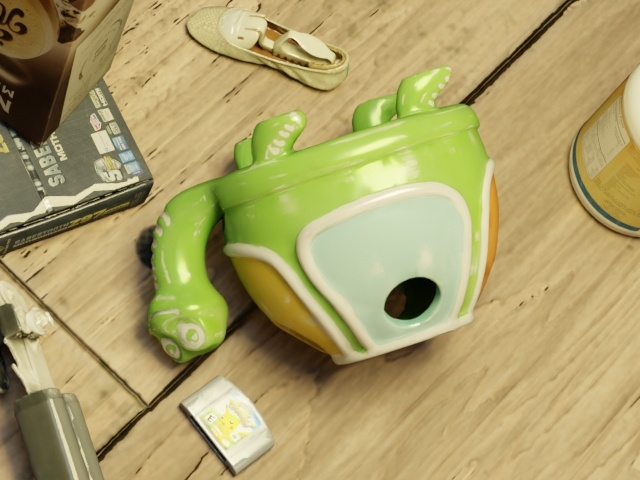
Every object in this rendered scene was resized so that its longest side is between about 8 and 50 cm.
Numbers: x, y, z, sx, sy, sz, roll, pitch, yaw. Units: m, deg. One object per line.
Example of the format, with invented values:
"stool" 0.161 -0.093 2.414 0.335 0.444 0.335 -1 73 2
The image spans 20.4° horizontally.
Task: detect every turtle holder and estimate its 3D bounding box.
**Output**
"turtle holder" 0.014 -0.005 1.597 0.320 0.243 0.227 -18 91 -33

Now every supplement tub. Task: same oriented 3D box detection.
"supplement tub" 0.347 -0.103 1.764 0.144 0.199 0.144 7 65 -15

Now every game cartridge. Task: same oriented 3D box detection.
"game cartridge" -0.082 0.165 1.615 0.056 0.017 0.083 -35 81 -31

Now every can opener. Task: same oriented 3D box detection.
"can opener" -0.247 0.162 1.544 0.093 0.074 0.280 -28 73 9

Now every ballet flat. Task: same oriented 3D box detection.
"ballet flat" -0.048 -0.201 1.765 0.168 0.052 0.057 19 63 -9

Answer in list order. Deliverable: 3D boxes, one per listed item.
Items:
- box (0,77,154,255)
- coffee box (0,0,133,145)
"box" -0.286 -0.113 1.647 0.183 0.059 0.232 -21 74 -23
"coffee box" -0.248 -0.234 1.510 0.168 0.297 0.119 35 58 2
